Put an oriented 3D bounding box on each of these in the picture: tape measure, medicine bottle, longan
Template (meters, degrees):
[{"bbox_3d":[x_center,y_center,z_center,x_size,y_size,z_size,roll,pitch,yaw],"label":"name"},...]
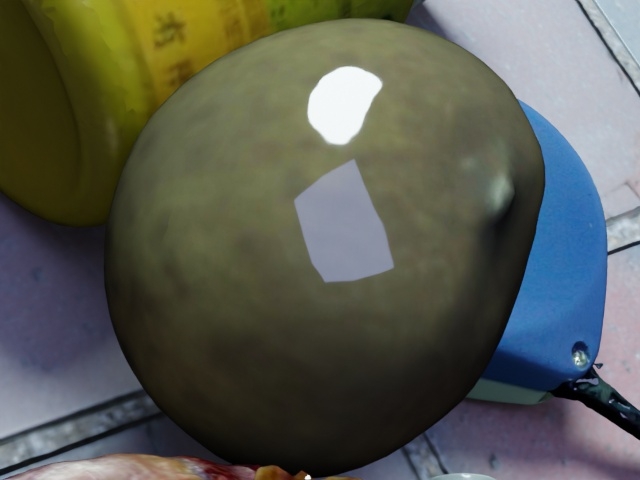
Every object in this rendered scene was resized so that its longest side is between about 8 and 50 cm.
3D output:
[{"bbox_3d":[0.138,0.019,0.698,0.351,0.098,0.215,16,58,-12],"label":"tape measure"},{"bbox_3d":[-0.051,-0.188,0.673,0.384,0.224,0.224,-36,77,-33],"label":"medicine bottle"},{"bbox_3d":[0.000,0.000,0.508,0.197,0.196,0.220,27,72,-2],"label":"longan"}]

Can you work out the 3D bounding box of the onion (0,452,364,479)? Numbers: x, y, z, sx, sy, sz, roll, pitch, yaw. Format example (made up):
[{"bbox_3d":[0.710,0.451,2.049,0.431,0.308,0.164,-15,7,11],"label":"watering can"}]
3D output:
[{"bbox_3d":[-0.032,0.236,0.342,0.348,0.385,0.347,5,77,-20],"label":"onion"}]

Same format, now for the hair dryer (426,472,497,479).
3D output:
[{"bbox_3d":[0.122,0.185,0.627,0.137,0.047,0.082,12,58,-20],"label":"hair dryer"}]
